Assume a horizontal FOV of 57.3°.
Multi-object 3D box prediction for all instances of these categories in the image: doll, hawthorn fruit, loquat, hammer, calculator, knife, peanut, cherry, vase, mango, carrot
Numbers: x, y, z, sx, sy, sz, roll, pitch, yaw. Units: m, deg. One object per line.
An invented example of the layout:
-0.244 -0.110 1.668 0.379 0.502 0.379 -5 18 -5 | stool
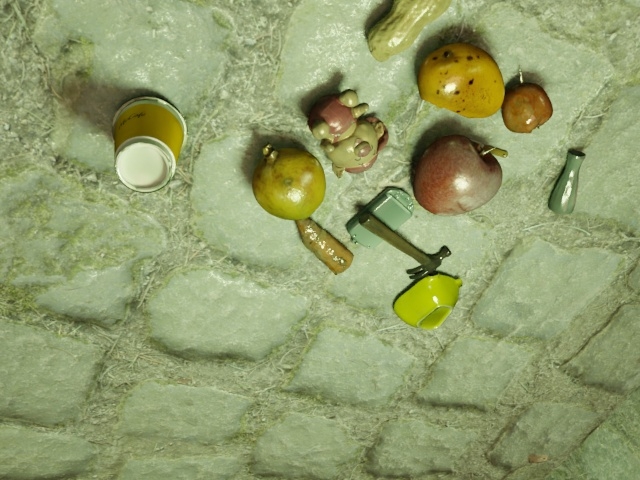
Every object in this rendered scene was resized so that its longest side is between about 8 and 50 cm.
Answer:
0.079 -0.296 1.651 0.196 0.152 0.256 -25 135 20 | doll
0.611 -0.410 1.745 0.149 0.149 0.189 -5 87 -13 | hawthorn fruit
-0.098 -0.174 1.662 0.213 0.213 0.246 -29 128 6 | loquat
0.273 0.010 1.964 0.168 0.044 0.440 -43 135 16 | hammer
0.196 -0.068 1.922 0.246 0.045 0.141 -43 126 17 | calculator
0.490 -0.292 1.854 0.256 0.022 0.046 12 129 -24 | knife
0.221 -0.575 1.506 0.257 0.123 0.124 -39 127 20 | peanut
0.405 -0.190 1.783 0.261 0.221 0.307 23 138 -32 | cherry
0.843 -0.200 1.994 0.086 0.086 0.214 -5 123 -13 | vase
0.404 -0.441 1.634 0.290 0.160 0.191 18 111 -32 | mango
0.000 0.000 1.901 0.102 0.102 0.263 -37 122 12 | carrot

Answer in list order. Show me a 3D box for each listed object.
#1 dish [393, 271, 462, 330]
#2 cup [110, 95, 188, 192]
0.412 0.246 2.163 0.221 0.108 0.262 17 127 -34 | dish
-0.433 -0.238 1.467 0.197 0.279 0.196 -5 122 -8 | cup
